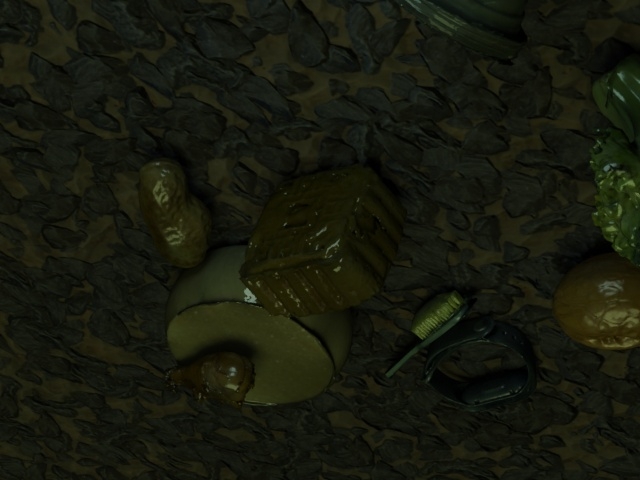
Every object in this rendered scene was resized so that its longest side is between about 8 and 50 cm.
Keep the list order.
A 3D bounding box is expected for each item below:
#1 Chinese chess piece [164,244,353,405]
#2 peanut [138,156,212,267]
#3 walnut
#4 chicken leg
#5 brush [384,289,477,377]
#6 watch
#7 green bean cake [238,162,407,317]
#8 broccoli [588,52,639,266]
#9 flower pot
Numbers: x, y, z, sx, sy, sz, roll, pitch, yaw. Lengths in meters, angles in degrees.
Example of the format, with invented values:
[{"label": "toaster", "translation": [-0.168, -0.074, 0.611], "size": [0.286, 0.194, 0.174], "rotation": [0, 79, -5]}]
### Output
[{"label": "Chinese chess piece", "translation": [-0.111, 0.156, 2.310], "size": [0.338, 0.140, 0.338], "rotation": [10, 141, 9]}, {"label": "peanut", "translation": [-0.240, -0.048, 2.152], "size": [0.108, 0.095, 0.226], "rotation": [-12, 131, 8]}, {"label": "walnut", "translation": [0.465, 0.095, 2.043], "size": [0.207, 0.159, 0.159], "rotation": [-10, 134, 21]}, {"label": "chicken leg", "translation": [-0.192, 0.244, 2.278], "size": [0.208, 0.085, 0.101], "rotation": [-8, 148, 41]}, {"label": "brush", "translation": [0.175, 0.161, 2.290], "size": [0.060, 0.068, 0.297], "rotation": [41, 139, 0]}, {"label": "watch", "translation": [0.280, 0.222, 2.318], "size": [0.206, 0.068, 0.193], "rotation": [-17, 127, 28]}, {"label": "green bean cake", "translation": [0.000, 0.000, 2.029], "size": [0.230, 0.224, 0.131], "rotation": [-11, 134, 33]}, {"label": "broccoli", "translation": [0.483, -0.127, 1.740], "size": [0.293, 0.348, 0.281], "rotation": [-37, 87, 1]}, {"label": "flower pot", "translation": [0.182, -0.339, 1.607], "size": [0.236, 0.235, 0.140], "rotation": [26, 118, -13]}]
